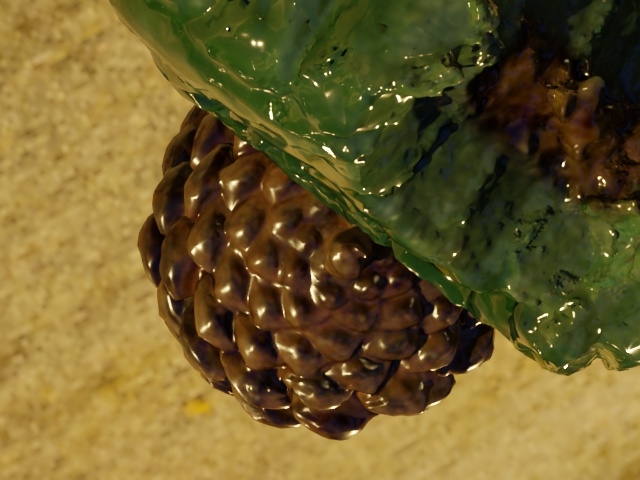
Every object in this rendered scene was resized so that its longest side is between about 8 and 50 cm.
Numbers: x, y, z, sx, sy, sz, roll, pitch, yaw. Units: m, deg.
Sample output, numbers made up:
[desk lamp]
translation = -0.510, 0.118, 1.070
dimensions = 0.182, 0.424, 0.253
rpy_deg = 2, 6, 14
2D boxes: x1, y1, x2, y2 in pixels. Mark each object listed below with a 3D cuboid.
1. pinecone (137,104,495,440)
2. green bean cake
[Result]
[pinecone]
translation = 0.000, -0.011, 1.216
dimensions = 0.243, 0.257, 0.243
rpy_deg = -10, 121, -17
[green bean cake]
translation = 0.063, -0.075, 0.914
dimensions = 0.169, 0.300, 0.308
rpy_deg = -55, 167, -2
